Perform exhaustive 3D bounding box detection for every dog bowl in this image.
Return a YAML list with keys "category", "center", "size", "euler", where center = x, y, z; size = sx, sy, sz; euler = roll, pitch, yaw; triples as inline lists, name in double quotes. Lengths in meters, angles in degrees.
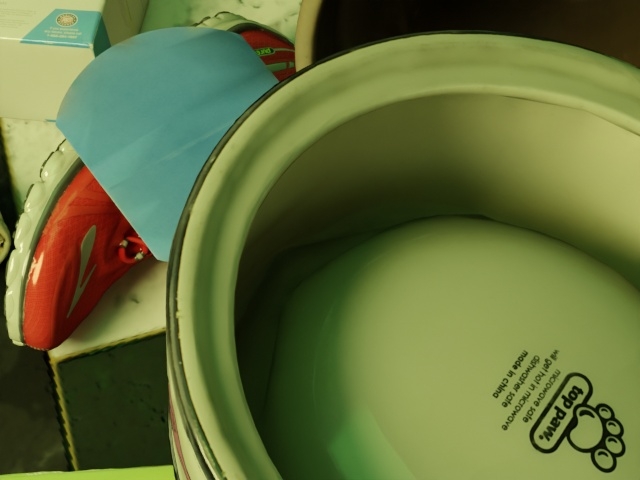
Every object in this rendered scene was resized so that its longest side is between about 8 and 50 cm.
- category: "dog bowl"
  center: [0.102, 0.092, 1.020]
  size: [0.408, 0.150, 0.408]
  euler: [9, 55, -13]

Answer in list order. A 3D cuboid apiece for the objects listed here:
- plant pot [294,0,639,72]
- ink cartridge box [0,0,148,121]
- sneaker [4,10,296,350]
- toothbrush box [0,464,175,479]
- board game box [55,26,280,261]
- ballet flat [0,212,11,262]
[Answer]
- category: "plant pot"
  center: [0.140, -0.155, 1.211]
  size: [0.263, 0.263, 0.229]
  euler: [11, 39, 14]
- category: "ink cartridge box"
  center: [-0.176, -0.164, 1.322]
  size: [0.092, 0.090, 0.143]
  euler: [6, 56, 10]
- category: "sneaker"
  center: [-0.093, -0.034, 1.220]
  size: [0.118, 0.107, 0.279]
  euler: [30, 65, 18]
- category: "toothbrush box"
  center: [-0.163, 0.274, 1.010]
  size: [0.206, 0.122, 0.283]
  euler: [-5, 55, 2]
- category: "board game box"
  center: [-0.075, -0.053, 1.168]
  size: [0.133, 0.033, 0.169]
  euler: [-31, 69, -22]
- category: "ballet flat"
  center: [-0.296, 0.001, 1.173]
  size: [0.248, 0.086, 0.086]
  euler: [-7, 45, -45]
